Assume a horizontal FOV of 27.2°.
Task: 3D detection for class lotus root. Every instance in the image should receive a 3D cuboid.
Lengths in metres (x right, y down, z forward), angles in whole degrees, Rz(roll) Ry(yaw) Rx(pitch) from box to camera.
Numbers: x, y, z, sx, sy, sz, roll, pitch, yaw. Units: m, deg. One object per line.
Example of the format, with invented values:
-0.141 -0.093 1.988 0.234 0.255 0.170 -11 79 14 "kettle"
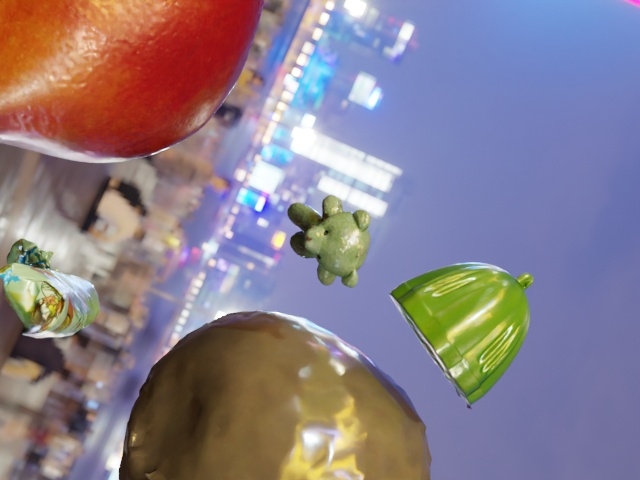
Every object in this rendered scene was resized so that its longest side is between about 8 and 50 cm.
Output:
0.206 0.095 1.711 0.186 0.186 0.186 -156 -90 -86 "lotus root"

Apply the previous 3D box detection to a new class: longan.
-0.074 0.307 1.781 0.404 0.436 0.404 -39 147 -32 "longan"

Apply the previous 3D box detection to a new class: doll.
0.000 0.000 1.622 0.150 0.077 0.115 18 -75 56 "doll"

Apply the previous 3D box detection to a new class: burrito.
-0.261 0.043 1.246 0.054 0.104 0.288 -35 177 -3 "burrito"

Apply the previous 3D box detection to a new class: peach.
-0.180 -0.197 1.263 0.361 0.201 0.258 -55 171 -28 "peach"
